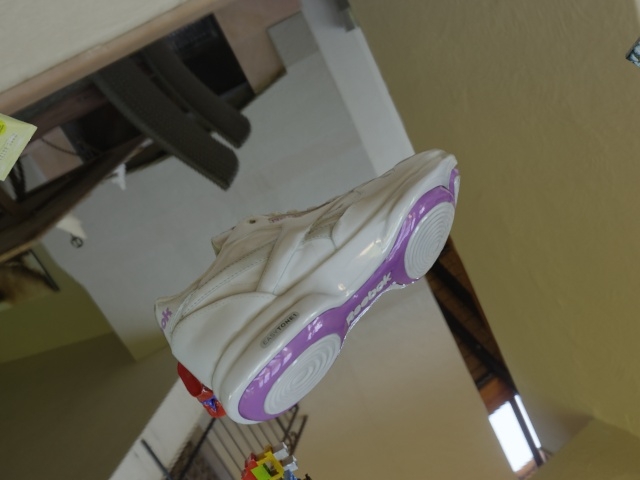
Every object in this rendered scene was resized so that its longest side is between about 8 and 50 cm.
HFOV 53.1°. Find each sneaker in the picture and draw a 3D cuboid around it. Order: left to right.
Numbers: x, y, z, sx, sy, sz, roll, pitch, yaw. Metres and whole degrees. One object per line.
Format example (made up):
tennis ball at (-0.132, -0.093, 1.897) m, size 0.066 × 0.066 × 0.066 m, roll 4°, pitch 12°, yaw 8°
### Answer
sneaker at (0.000, 0.000, 0.527) m, size 0.152 × 0.114 × 0.305 m, roll 31°, pitch -125°, yaw 29°

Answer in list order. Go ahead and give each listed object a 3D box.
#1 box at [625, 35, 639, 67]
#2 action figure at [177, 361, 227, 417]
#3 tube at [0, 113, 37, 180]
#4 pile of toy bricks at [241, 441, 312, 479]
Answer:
box at (0.460, -0.258, 0.784) m, size 0.137 × 0.094 × 0.027 m, roll -60°, pitch 175°, yaw 37°
action figure at (-0.138, 0.159, 0.860) m, size 0.092 × 0.139 × 0.280 m, roll -18°, pitch 158°, yaw -10°
tube at (-0.494, -0.162, 0.824) m, size 0.070 × 0.240 × 0.062 m, roll -21°, pitch -119°, yaw 27°
pile of toy bricks at (-0.052, 0.419, 0.960) m, size 0.105 × 0.212 × 0.118 m, roll -28°, pitch -154°, yaw 4°
